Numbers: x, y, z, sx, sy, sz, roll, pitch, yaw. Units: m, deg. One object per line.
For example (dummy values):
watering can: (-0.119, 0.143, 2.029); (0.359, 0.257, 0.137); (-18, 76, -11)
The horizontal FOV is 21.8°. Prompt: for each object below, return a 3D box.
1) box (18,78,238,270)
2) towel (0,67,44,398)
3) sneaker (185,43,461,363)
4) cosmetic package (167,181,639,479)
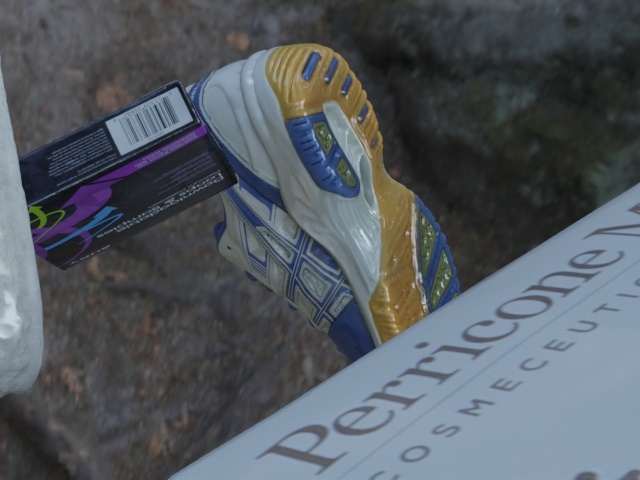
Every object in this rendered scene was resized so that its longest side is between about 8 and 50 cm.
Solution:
box: (-0.108, -0.030, 0.873); (0.116, 0.162, 0.029); (-26, 82, 0)
towel: (-0.196, -0.080, 0.543); (0.187, 0.049, 0.282); (0, 74, -43)
sneaker: (0.000, 0.000, 1.160); (0.296, 0.131, 0.112); (65, 34, -23)
cosmetic package: (0.227, 0.168, 0.478); (0.329, 0.394, 0.327); (-29, 112, -37)
